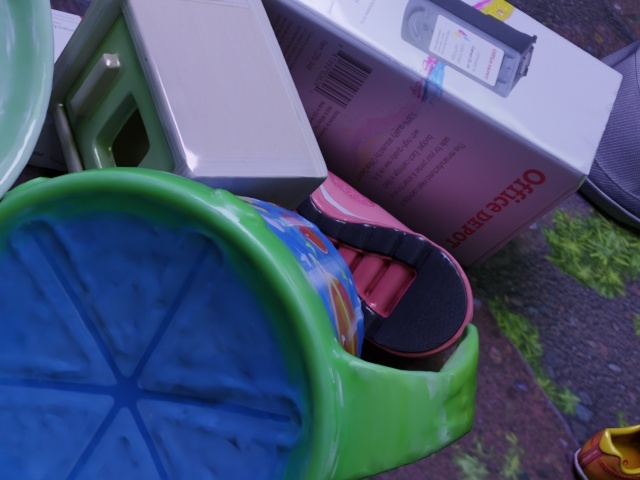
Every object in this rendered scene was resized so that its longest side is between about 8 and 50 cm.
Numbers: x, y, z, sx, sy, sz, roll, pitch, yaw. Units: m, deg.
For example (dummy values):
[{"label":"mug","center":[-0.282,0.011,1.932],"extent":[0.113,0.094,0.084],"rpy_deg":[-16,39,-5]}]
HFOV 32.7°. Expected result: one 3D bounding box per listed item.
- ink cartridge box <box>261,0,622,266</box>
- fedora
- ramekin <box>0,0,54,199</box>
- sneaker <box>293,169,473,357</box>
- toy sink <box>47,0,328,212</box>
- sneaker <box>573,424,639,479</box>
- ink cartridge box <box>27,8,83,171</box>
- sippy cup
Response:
[{"label":"ink cartridge box","center":[0.072,-0.132,0.978],"extent":[0.306,0.226,0.131],"rpy_deg":[29,62,-8]},{"label":"fedora","center":[0.377,-0.144,1.249],"extent":[0.244,0.124,0.275],"rpy_deg":[24,47,-13]},{"label":"ramekin","center":[-0.338,-0.141,0.720],"extent":[0.303,0.148,0.303],"rpy_deg":[0,90,-57]},{"label":"sneaker","center":[0.000,0.001,0.948],"extent":[0.314,0.116,0.136],"rpy_deg":[39,2,19]},{"label":"toy sink","center":[-0.119,-0.108,0.833],"extent":[0.131,0.153,0.234],"rpy_deg":[-2,63,-39]},{"label":"sneaker","center":[0.311,0.195,0.985],"extent":[0.175,0.067,0.064],"rpy_deg":[0,54,-32]},{"label":"ink cartridge box","center":[-0.213,-0.128,0.938],"extent":[0.099,0.056,0.135],"rpy_deg":[10,51,-25]},{"label":"sippy cup","center":[-0.077,0.066,0.652],"extent":[0.305,0.240,0.224],"rpy_deg":[40,15,7]}]
